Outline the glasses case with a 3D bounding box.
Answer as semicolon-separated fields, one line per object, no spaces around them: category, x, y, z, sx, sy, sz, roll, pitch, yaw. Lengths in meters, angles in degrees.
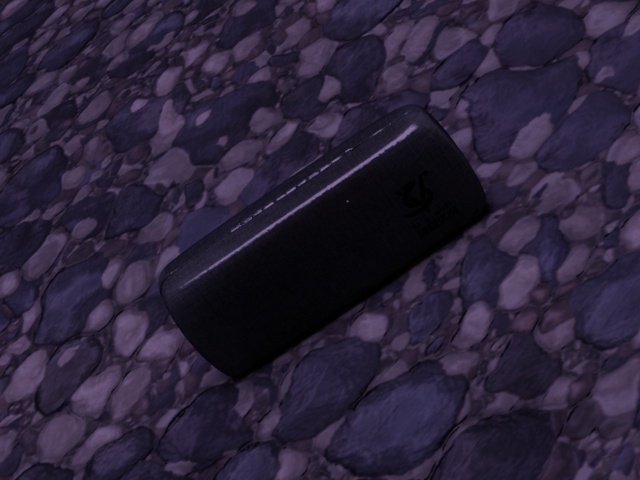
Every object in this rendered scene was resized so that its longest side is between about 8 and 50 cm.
glasses case;0.000;0.000;1.939;0.323;0.131;0.074;-34;31;6
